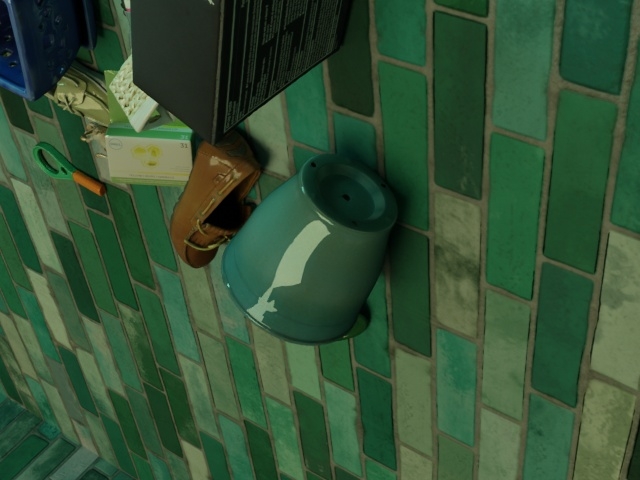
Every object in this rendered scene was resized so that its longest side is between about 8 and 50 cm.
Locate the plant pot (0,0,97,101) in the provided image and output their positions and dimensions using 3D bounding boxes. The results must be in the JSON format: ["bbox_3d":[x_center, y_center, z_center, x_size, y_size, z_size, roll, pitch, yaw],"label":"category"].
[{"bbox_3d":[-0.562,-0.440,1.864,0.236,0.212,0.236,28,143,23],"label":"plant pot"}]

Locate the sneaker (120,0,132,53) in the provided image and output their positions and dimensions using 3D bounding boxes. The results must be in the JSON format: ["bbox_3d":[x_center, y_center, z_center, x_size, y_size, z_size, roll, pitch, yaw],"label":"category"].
[{"bbox_3d":[-0.323,-0.454,1.675,0.178,0.124,0.295,35,137,6],"label":"sneaker"}]

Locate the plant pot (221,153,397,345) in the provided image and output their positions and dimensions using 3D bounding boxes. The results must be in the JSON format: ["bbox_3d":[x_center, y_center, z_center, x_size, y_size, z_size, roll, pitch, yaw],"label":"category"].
[{"bbox_3d":[0.000,0.000,1.715,0.271,0.271,0.255,40,131,7],"label":"plant pot"}]

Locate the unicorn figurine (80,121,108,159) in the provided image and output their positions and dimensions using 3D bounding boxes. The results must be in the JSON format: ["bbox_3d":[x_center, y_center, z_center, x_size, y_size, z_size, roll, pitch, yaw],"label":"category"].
[{"bbox_3d":[-0.466,-0.215,2.124,0.111,0.060,0.162,6,163,45],"label":"unicorn figurine"}]

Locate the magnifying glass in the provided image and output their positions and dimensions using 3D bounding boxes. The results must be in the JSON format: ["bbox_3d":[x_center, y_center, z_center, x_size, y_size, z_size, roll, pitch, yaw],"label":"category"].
[{"bbox_3d":[-0.600,-0.164,2.357,0.231,0.026,0.092,27,142,24],"label":"magnifying glass"}]

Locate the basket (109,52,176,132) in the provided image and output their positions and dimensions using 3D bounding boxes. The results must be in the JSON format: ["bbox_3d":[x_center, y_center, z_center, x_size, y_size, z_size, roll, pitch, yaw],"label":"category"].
[{"bbox_3d":[-0.274,-0.284,1.715,0.103,0.113,0.167,51,127,8],"label":"basket"}]

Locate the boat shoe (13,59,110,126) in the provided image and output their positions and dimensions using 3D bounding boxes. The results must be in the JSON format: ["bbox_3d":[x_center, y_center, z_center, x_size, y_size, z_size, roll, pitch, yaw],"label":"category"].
[{"bbox_3d":[-0.510,-0.307,2.052,0.302,0.094,0.109,34,144,15],"label":"boat shoe"}]

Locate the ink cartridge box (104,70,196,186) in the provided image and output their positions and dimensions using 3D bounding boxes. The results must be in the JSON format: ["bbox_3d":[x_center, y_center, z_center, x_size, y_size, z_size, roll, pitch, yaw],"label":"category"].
[{"bbox_3d":[-0.330,-0.211,1.920,0.171,0.056,0.235,4,135,0],"label":"ink cartridge box"}]

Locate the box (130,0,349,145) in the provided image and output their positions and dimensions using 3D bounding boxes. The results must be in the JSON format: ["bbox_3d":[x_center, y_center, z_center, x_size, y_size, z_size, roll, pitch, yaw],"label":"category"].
[{"bbox_3d":[-0.108,-0.348,1.398,0.182,0.294,0.296,37,147,16],"label":"box"}]

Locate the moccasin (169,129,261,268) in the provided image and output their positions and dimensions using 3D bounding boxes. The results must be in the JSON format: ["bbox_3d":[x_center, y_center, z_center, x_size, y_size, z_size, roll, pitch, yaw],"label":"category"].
[{"bbox_3d":[-0.198,-0.058,1.967,0.147,0.139,0.380,46,137,14],"label":"moccasin"}]

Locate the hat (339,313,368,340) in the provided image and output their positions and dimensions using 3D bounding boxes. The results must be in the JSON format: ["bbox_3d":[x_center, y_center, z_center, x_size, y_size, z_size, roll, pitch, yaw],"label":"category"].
[{"bbox_3d":[-0.013,0.095,2.017,0.208,0.184,0.173,2,152,-11],"label":"hat"}]
